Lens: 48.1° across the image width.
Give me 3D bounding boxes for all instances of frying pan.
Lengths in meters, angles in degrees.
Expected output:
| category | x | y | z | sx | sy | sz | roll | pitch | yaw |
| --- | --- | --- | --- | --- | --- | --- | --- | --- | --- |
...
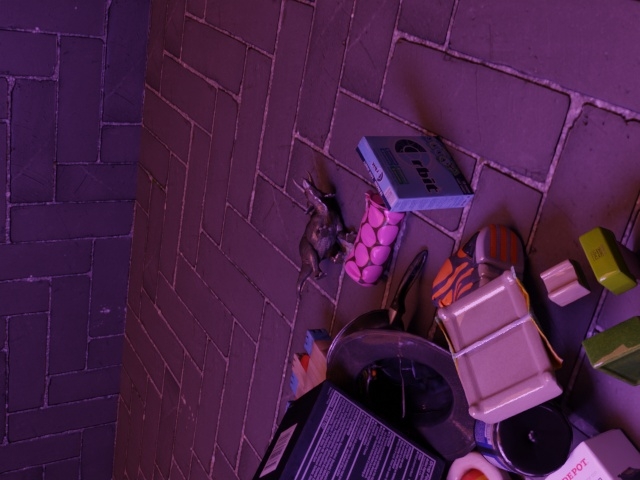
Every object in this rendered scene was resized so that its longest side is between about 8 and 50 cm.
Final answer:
| category | x | y | z | sx | sy | sz | roll | pitch | yaw |
| --- | --- | --- | --- | --- | --- | --- | --- | --- | --- |
| frying pan | 0.150 | 0.190 | 1.517 | 0.326 | 0.197 | 0.053 | -42 | 43 | -4 |

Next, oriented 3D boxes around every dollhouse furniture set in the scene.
| category | x | y | z | sx | sy | sz | roll | pitch | yaw |
| --- | --- | --- | --- | --- | --- | --- | --- | --- | --- |
| dollhouse furniture set | 0.355 | 0.142 | 1.088 | 0.302 | 0.151 | 0.197 | -35 | 52 | 32 |

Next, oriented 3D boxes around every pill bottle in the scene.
| category | x | y | z | sx | sy | sz | roll | pitch | yaw |
| --- | --- | --- | --- | --- | --- | --- | --- | --- | --- |
| pill bottle | 0.323 | 0.320 | 1.187 | 0.219 | 0.123 | 0.122 | 92 | 166 | -77 |

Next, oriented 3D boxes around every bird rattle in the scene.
| category | x | y | z | sx | sy | sz | roll | pitch | yaw |
| --- | --- | --- | --- | --- | --- | --- | --- | --- | --- |
| bird rattle | 0.295 | 0.499 | 1.361 | 0.253 | 0.143 | 0.206 | 41 | 117 | 64 |

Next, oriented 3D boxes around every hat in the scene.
| category | x | y | z | sx | sy | sz | roll | pitch | yaw |
| --- | --- | --- | --- | --- | --- | --- | --- | --- | --- |
| hat | 0.182 | 0.278 | 1.419 | 0.332 | 0.134 | 0.331 | 12 | 119 | 22 |

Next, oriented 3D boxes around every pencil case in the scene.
| category | x | y | z | sx | sy | sz | roll | pitch | yaw |
| --- | --- | --- | --- | --- | --- | --- | --- | --- | --- |
| pencil case | 0.115 | -0.004 | 1.568 | 0.098 | 0.095 | 0.209 | 26 | 119 | 14 |

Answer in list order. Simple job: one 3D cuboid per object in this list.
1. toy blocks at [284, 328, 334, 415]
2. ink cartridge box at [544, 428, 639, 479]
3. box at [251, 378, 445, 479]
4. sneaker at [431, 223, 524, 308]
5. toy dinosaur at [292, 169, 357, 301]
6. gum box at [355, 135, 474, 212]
| category | x | y | z | sx | sy | sz | roll | pitch | yaw |
| --- | --- | --- | --- | --- | --- | --- | --- | --- | --- |
| toy blocks | 0.009 | 0.368 | 1.728 | 0.261 | 0.191 | 0.381 | -130 | 45 | -58 |
| ink cartridge box | 0.452 | 0.434 | 1.080 | 0.237 | 0.100 | 0.172 | 58 | 138 | 36 |
| box | 0.034 | 0.479 | 1.340 | 0.294 | 0.296 | 0.183 | 36 | 140 | -7 |
| sneaker | 0.277 | 0.142 | 1.275 | 0.180 | 0.125 | 0.321 | 134 | 153 | -59 |
| toy dinosaur | 0.000 | 0.000 | 1.755 | 0.160 | 0.121 | 0.313 | -126 | 38 | -57 |
| gum box | 0.179 | -0.130 | 1.361 | 0.041 | 0.185 | 0.156 | -57 | 47 | 44 |
